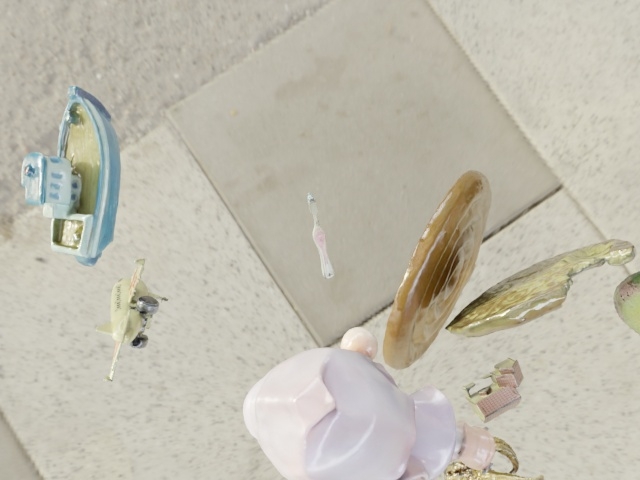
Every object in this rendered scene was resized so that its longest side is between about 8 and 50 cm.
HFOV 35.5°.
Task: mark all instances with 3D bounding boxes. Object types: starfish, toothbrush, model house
[{"bbox_3d":[0.262,0.370,1.552,0.074,0.190,0.146,-6,100,-35],"label":"starfish"},{"bbox_3d":[0.000,0.000,1.385,0.017,0.204,0.022,-17,56,-2],"label":"toothbrush"},{"bbox_3d":[0.245,0.206,1.367,0.083,0.058,0.057,-25,101,-10],"label":"model house"}]

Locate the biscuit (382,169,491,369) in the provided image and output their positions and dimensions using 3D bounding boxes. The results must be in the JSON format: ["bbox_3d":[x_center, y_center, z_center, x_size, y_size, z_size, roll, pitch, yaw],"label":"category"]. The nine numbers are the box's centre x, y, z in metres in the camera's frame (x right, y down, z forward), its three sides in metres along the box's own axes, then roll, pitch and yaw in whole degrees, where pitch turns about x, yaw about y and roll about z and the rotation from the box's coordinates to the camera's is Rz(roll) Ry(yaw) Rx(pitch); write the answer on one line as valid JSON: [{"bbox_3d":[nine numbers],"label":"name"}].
[{"bbox_3d":[0.146,0.040,1.198,0.037,0.262,0.262,24,82,17],"label":"biscuit"}]

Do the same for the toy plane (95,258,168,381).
[{"bbox_3d":[-0.343,0.127,1.801,0.104,0.256,0.242,17,109,-1],"label":"toy plane"}]

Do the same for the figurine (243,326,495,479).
[{"bbox_3d":[0.049,0.185,0.956,0.133,0.276,0.200,-5,68,46],"label":"figurine"}]

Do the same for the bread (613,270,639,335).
[{"bbox_3d":[0.456,0.094,1.162,0.228,0.228,0.034,17,66,5],"label":"bread"}]

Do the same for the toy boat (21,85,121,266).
[{"bbox_3d":[-0.301,-0.077,1.199,0.088,0.102,0.215,7,92,39],"label":"toy boat"}]

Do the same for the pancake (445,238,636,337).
[{"bbox_3d":[0.241,0.050,1.114,0.235,0.212,0.029,-27,92,-23],"label":"pancake"}]
